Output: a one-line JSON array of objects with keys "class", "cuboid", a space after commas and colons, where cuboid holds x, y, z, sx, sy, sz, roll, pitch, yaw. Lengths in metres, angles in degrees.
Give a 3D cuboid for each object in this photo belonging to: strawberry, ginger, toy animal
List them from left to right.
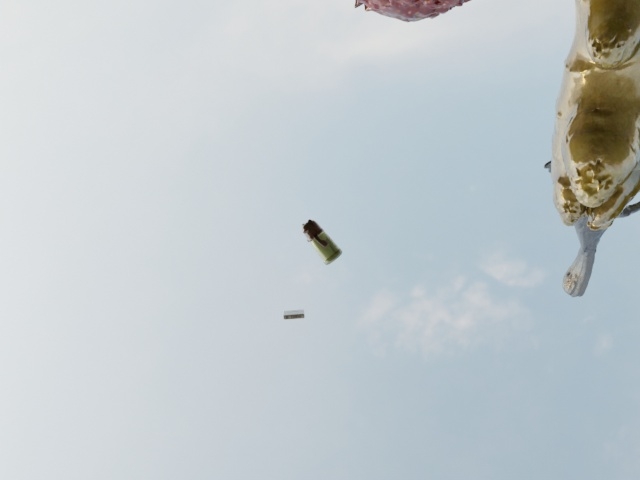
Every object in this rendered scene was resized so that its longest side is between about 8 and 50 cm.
[{"class": "strawberry", "cuboid": [0.184, -0.420, 1.103, 0.306, 0.137, 0.233, 15, -155, 40]}, {"class": "ginger", "cuboid": [0.324, -0.169, 0.834, 0.236, 0.375, 0.166, -47, -142, -18]}, {"class": "toy animal", "cuboid": [0.496, -0.060, 1.206, 0.206, 0.367, 0.081, -30, -135, 0]}]

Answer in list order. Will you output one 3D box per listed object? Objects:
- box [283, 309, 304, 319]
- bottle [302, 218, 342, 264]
[{"class": "box", "cuboid": [-0.058, 0.163, 1.516, 0.046, 0.012, 0.083, -5, 180, -2]}, {"class": "bottle", "cuboid": [0.001, 0.000, 1.450, 0.047, 0.101, 0.063, -39, -175, -23]}]
